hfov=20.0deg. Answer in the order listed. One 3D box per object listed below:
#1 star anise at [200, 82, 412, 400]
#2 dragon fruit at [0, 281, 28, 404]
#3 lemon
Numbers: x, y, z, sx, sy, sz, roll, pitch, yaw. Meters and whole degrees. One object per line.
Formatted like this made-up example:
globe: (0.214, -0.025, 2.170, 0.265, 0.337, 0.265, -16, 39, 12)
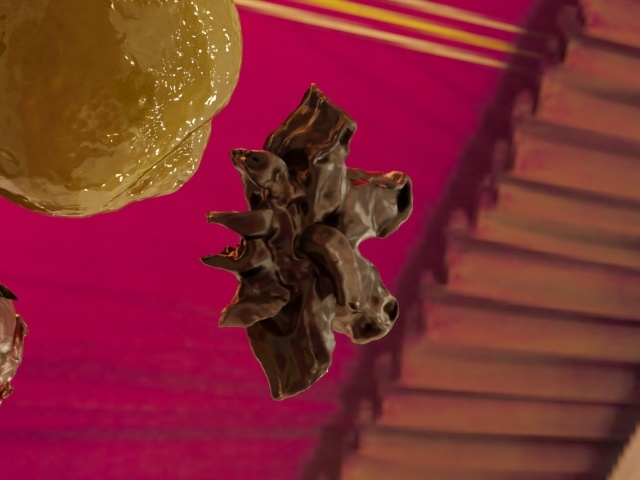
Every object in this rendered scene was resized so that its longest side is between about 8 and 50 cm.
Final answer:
star anise: (0.002, 0.007, 1.476, 0.099, 0.214, 0.220, 8, -49, 52)
dragon fruit: (-0.488, 0.114, 2.134, 0.244, 0.299, 0.244, -34, -136, 41)
lemon: (-0.244, -0.192, 1.792, 0.348, 0.348, 0.348, -11, -104, 51)
